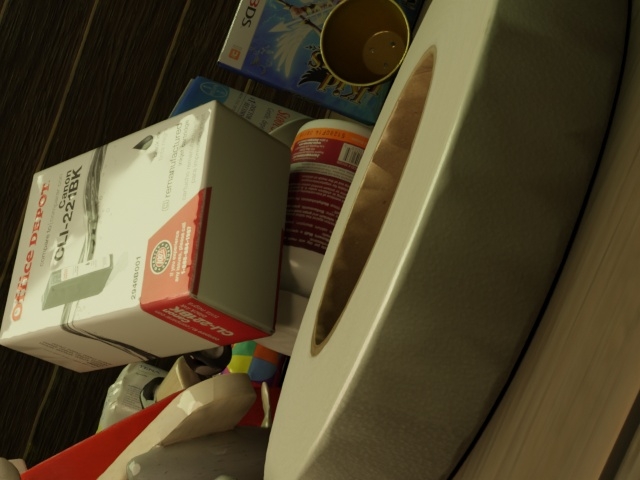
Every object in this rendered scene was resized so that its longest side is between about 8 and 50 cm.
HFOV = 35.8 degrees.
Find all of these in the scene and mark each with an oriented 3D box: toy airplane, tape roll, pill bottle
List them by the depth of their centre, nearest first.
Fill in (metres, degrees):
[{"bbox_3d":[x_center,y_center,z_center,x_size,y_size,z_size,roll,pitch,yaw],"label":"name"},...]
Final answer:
[{"bbox_3d":[0.063,-0.012,0.623,0.392,0.072,0.392,-159,90,-85],"label":"tape roll"},{"bbox_3d":[-0.183,0.276,0.981,0.384,0.272,0.386,-38,-13,-5],"label":"toy airplane"},{"bbox_3d":[0.000,0.000,0.986,0.121,0.121,0.221,122,168,-69],"label":"pill bottle"}]

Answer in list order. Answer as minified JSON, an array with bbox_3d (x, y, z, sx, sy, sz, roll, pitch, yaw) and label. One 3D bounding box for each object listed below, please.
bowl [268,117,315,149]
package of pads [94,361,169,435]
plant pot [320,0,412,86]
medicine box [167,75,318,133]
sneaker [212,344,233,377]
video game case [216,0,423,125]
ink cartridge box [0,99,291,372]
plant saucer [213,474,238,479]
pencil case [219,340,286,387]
[{"bbox_3d":[-0.049,0.013,1.158,0.298,0.134,0.298,-48,-14,-16],"label":"bowl"},{"bbox_3d":[-0.210,0.311,1.396,0.101,0.229,0.296,-74,7,-48],"label":"package of pads"},{"bbox_3d":[0.079,-0.283,1.442,0.134,0.134,0.095,-69,-20,6],"label":"plant pot"},{"bbox_3d":[-0.097,-0.083,1.452,0.263,0.289,0.149,-76,6,-57],"label":"medicine box"},{"bbox_3d":[-0.222,0.364,2.181,0.169,0.108,0.292,-140,62,-84],"label":"sneaker"},{"bbox_3d":[0.004,-0.343,1.563,0.061,0.270,0.244,-149,79,-83],"label":"video game case"},{"bbox_3d":[-0.172,0.007,0.962,0.273,0.114,0.196,-16,59,36],"label":"ink cartridge box"},{"bbox_3d":[-0.085,0.341,0.568,0.400,0.101,0.400,-160,90,-86],"label":"plant saucer"},{"bbox_3d":[-0.103,0.197,1.495,0.104,0.104,0.236,117,174,-51],"label":"pencil case"}]
